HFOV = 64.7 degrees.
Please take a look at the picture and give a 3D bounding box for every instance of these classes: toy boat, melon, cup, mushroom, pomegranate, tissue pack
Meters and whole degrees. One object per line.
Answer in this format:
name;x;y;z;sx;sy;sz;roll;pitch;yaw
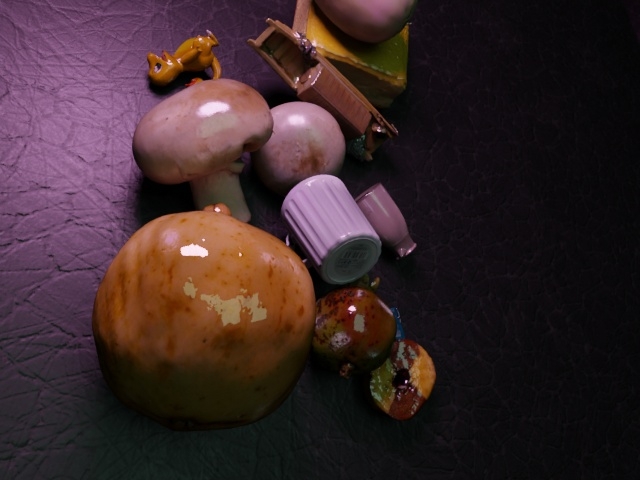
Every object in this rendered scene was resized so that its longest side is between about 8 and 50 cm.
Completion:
toy boat;0.010;-0.356;1.240;0.445;0.136;0.162;38;24;-28
melon;0.098;-0.628;1.231;0.317;0.223;0.223;41;57;-5
cup;0.014;-0.001;1.118;0.166;0.221;0.202;7;35;-36
mushroom;-0.052;-0.210;1.193;0.226;0.178;0.227;0;92;-3
pomegranate;0.083;0.180;1.092;0.246;0.198;0.198;-34;89;-37
pomegranate;-0.189;0.110;0.875;0.409;0.410;0.411;10;67;-25
tissue pack;0.142;0.203;1.216;0.137;0.028;0.085;-3;73;-26
mushroom;-0.213;-0.170;1.035;0.292;0.292;0.290;-39;117;-34

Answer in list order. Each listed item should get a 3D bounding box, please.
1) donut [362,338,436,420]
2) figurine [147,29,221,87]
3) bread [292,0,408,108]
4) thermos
donut;0.174;0.318;1.160;0.166;0.073;0.184;39;58;-11
figurine;-0.311;-0.397;1.171;0.176;0.121;0.123;-32;116;-21
bread;0.086;-0.564;1.411;0.323;0.143;0.334;16;64;-21
thermos;0.171;-0.046;1.291;0.193;0.105;0.137;51;25;-7
